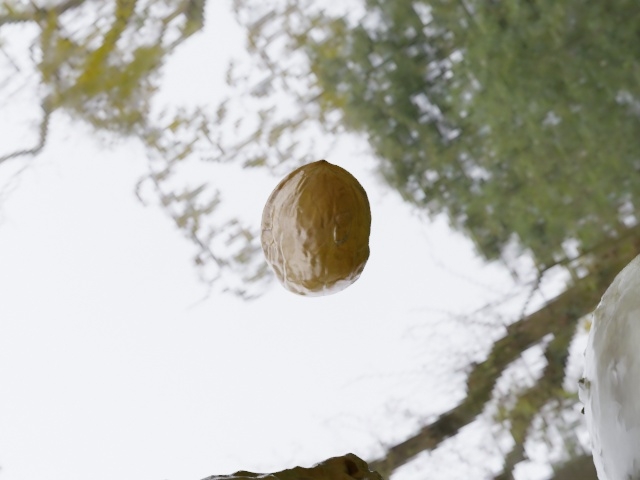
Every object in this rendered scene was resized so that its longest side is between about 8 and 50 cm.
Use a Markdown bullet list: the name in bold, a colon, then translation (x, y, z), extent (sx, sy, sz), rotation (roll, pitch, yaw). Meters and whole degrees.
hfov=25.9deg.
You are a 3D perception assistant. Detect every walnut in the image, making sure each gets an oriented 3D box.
- **walnut**: translation (0.000, 0.000, 1.101), extent (0.052, 0.091, 0.121), rotation (-110, 18, -61)

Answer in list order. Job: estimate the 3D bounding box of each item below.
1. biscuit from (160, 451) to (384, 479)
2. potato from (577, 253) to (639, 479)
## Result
- **biscuit**: translation (-0.069, 0.288, 0.625), extent (0.076, 0.394, 0.368), rotation (26, -173, 31)
- **potato**: translation (0.256, 0.131, 0.621), extent (0.219, 0.270, 0.359), rotation (-10, -124, -28)
